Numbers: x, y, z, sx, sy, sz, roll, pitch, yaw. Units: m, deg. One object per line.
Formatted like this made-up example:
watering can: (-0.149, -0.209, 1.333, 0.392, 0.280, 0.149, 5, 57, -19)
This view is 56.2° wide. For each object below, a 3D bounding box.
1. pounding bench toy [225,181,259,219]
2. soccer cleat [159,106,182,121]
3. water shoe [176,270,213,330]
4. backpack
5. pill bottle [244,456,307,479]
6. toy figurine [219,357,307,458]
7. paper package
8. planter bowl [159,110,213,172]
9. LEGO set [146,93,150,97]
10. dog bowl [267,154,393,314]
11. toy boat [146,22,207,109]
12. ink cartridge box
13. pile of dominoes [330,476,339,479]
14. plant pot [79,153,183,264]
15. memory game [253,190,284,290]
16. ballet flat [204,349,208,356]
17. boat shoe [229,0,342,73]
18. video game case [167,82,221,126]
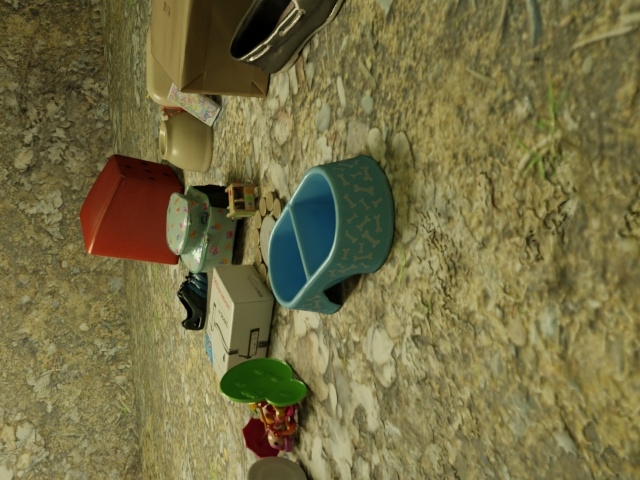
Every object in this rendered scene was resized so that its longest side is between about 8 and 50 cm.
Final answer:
pounding bench toy: (-0.165, -0.081, 1.214, 0.083, 0.052, 0.065, 159, 107, -63)
soccer cleat: (-0.409, -0.316, 1.687, 0.196, 0.068, 0.076, 55, 142, 44)
water shoe: (-0.299, 0.111, 1.417, 0.073, 0.080, 0.203, -22, 73, 59)
backpack: (-0.257, -0.020, 1.312, 0.166, 0.145, 0.188, 24, 117, 56)
pill bottle: (-0.087, 0.484, 1.037, 0.108, 0.108, 0.193, -136, 49, -55)
toy figurine: (-0.086, 0.315, 1.059, 0.173, 0.130, 0.159, 10, 117, 39)
paper package: (-0.213, -0.460, 1.153, 0.325, 0.168, 0.309, -129, 44, -52)
planter bowl: (-0.344, -0.251, 1.507, 0.162, 0.109, 0.161, 178, 90, -65)
LEGO set: (-0.405, -0.427, 1.672, 0.132, 0.107, 0.287, -64, 10, -24)
dog bowl: (0.000, 0.000, 0.858, 0.297, 0.074, 0.165, -52, 46, 52)
toy boat: (-0.341, -0.444, 1.486, 0.151, 0.151, 0.230, -77, -8, -74)
ink cartridge box: (-0.166, 0.168, 1.200, 0.148, 0.086, 0.203, -133, 46, -54)
pile of dominoes: (0.048, 0.471, 0.869, 0.251, 0.040, 0.196, 104, 150, -46)
plant pot: (-0.550, -0.107, 1.798, 0.267, 0.268, 0.235, 50, 124, 52)
memory game: (-0.090, 0.003, 1.114, 0.186, 0.012, 0.186, 13, 104, 63)
ballet flat: (-0.232, 0.223, 1.379, 0.057, 0.052, 0.168, 67, 147, 36)
boat shoe: (-0.049, -0.358, 0.901, 0.335, 0.096, 0.112, 143, 121, -60)
video game case: (-0.297, -0.324, 1.407, 0.087, 0.122, 0.011, -38, 23, 59)
